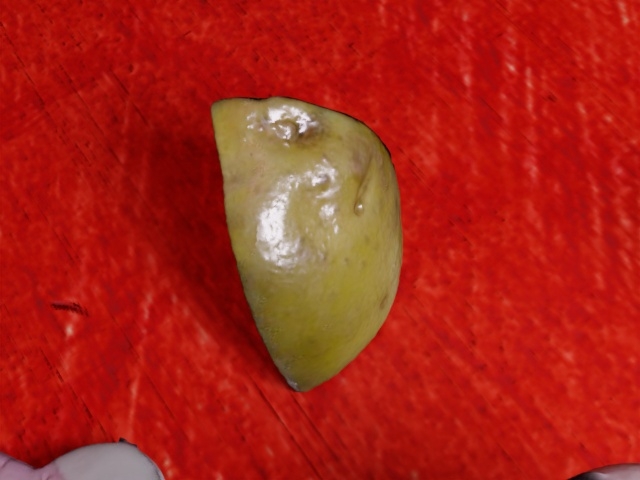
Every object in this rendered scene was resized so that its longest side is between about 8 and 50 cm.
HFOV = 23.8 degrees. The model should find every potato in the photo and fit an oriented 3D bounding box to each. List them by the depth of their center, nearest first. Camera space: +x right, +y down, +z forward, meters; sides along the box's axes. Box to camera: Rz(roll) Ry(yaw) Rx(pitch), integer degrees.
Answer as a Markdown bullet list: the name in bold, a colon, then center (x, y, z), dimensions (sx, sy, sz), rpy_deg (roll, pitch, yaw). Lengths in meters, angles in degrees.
- **potato**: center (0.000, 0.000, 0.858), dimensions (0.081, 0.149, 0.120), rpy_deg (-12, 55, 17)

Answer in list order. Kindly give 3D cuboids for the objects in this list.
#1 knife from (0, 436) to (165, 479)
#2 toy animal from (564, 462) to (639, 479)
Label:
- **knife**: center (-0.262, 0.132, 0.919), dimensions (0.398, 0.038, 0.132), rpy_deg (18, 61, 30)
- **toy animal**: center (0.144, 0.193, 0.621), dimensions (0.165, 0.235, 0.187), rpy_deg (-44, 53, -7)
